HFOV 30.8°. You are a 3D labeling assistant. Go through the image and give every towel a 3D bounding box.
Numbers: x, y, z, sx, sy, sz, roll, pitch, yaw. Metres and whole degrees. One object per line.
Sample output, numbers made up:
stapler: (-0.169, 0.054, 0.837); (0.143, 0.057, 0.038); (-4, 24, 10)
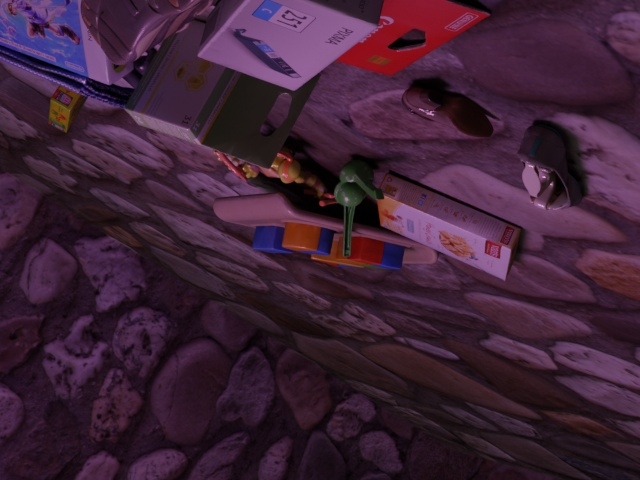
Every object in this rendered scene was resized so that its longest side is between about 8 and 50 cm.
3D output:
towel: (-0.440, -0.281, 1.871); (0.243, 0.040, 0.336); (23, -177, 3)

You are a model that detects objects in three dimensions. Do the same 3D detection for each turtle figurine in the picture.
turtle figurine: (-0.099, -0.141, 2.005); (0.270, 0.087, 0.217); (16, -175, -35)

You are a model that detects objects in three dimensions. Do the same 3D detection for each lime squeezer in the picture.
lime squeezer: (0.065, -0.070, 1.938); (0.110, 0.059, 0.310); (63, 164, 12)

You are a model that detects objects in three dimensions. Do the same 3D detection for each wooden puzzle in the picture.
wooden puzzle: (0.000, 0.000, 2.199); (0.348, 0.080, 0.322); (18, 172, -27)

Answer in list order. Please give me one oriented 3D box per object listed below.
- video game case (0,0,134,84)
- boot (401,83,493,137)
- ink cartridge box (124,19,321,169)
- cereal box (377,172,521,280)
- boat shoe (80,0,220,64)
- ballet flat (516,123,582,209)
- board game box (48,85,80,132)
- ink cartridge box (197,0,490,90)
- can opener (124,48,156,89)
video game case: (-0.388, -0.365, 1.593); (0.270, 0.061, 0.244); (21, 133, 23)
boot: (0.164, -0.169, 1.542); (0.118, 0.042, 0.087); (33, 171, -14)
ink cartridge box: (-0.141, -0.215, 1.666); (0.235, 0.171, 0.056); (20, 164, 27)
cereal box: (0.212, -0.021, 1.939); (0.240, 0.047, 0.173); (24, 165, 14)
boat shoe: (-0.174, -0.335, 1.408); (0.355, 0.130, 0.132); (-22, 101, 55)
ballet flat: (0.297, -0.079, 1.541); (0.072, 0.068, 0.213); (21, 164, 27)
board game box: (-0.482, -0.276, 2.240); (0.043, 0.092, 0.181); (31, 166, -9)
ink cartridge box: (0.016, -0.241, 1.370); (0.261, 0.066, 0.296); (16, 169, -16)
can opener: (-0.304, -0.267, 1.913); (0.076, 0.095, 0.283); (-7, 148, 31)
